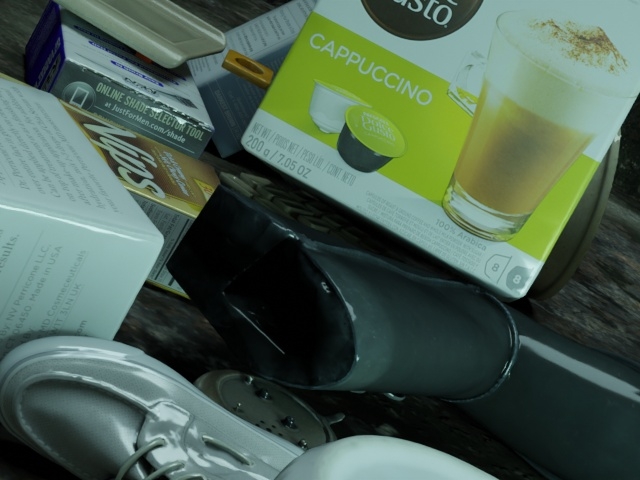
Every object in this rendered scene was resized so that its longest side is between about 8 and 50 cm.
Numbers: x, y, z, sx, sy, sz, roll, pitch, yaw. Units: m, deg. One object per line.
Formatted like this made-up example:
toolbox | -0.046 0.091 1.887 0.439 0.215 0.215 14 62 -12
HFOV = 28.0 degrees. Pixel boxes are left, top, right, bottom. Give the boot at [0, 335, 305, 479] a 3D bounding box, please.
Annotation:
boot | -0.090 0.150 0.827 0.258 0.095 0.123 26 10 -18

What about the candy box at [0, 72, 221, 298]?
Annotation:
candy box | -0.243 -0.065 1.228 0.316 0.087 0.183 23 18 -23

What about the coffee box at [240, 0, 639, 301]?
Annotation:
coffee box | 0.154 -0.153 1.453 0.337 0.334 0.338 29 0 8

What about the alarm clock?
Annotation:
alarm clock | -0.060 0.148 0.960 0.192 0.064 0.129 9 26 -45

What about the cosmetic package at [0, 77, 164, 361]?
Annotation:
cosmetic package | -0.356 -0.039 0.819 0.453 0.161 0.230 16 21 -40

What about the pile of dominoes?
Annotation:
pile of dominoes | 0.000 0.000 1.515 0.251 0.040 0.196 37 14 32

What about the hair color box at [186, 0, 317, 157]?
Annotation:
hair color box | 0.002 -0.265 1.768 0.185 0.374 0.113 -113 177 -64

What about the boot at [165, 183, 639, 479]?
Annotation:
boot | 0.124 0.108 1.135 0.367 0.146 0.445 26 0 34

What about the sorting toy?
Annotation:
sorting toy | -0.220 -0.259 1.555 0.348 0.047 0.196 31 20 4

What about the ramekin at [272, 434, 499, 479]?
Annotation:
ramekin | 0.060 0.216 0.671 0.273 0.127 0.273 28 16 -9

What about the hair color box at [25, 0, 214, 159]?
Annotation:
hair color box | -0.251 -0.186 1.548 0.185 0.110 0.339 25 15 -22

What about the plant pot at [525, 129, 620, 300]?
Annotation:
plant pot | 0.212 -0.112 1.834 0.305 0.334 0.334 15 19 -9
